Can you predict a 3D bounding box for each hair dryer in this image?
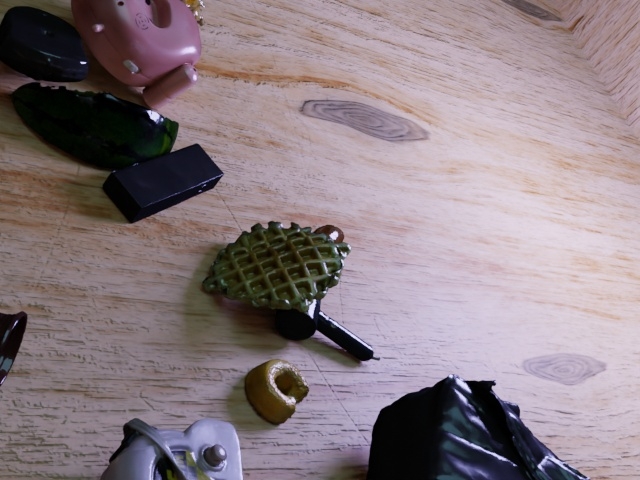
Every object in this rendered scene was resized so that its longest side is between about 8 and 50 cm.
[{"bbox_3d":[0.020,0.141,1.653,0.219,0.071,0.124,37,36,-19],"label":"hair dryer"}]

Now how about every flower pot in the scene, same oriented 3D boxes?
[{"bbox_3d":[-0.433,0.127,1.226,0.089,0.111,0.111,20,39,-4],"label":"flower pot"}]

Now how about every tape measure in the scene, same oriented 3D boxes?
[{"bbox_3d":[-0.182,0.327,1.227,0.197,0.120,0.236,23,36,-34],"label":"tape measure"}]

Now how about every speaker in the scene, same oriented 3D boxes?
[{"bbox_3d":[-0.261,-0.101,1.645,0.082,0.044,0.218,48,36,8],"label":"speaker"}]

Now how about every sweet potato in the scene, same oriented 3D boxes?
[{"bbox_3d":[0.000,0.000,1.780,0.049,0.049,0.117,51,34,11],"label":"sweet potato"}]

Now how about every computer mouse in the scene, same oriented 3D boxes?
[{"bbox_3d":[-0.461,-0.308,1.602,0.137,0.086,0.270,14,21,-25],"label":"computer mouse"}]

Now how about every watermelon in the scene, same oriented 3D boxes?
[{"bbox_3d":[-0.361,-0.193,1.628,0.301,0.123,0.129,13,13,-33],"label":"watermelon"}]

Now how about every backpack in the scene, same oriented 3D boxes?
[{"bbox_3d":[0.288,0.416,1.475,0.445,0.255,0.363,30,45,-21],"label":"backpack"}]

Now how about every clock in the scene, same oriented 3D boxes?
[{"bbox_3d":[-0.330,-0.392,1.733,0.241,0.142,0.227,37,30,-44],"label":"clock"}]

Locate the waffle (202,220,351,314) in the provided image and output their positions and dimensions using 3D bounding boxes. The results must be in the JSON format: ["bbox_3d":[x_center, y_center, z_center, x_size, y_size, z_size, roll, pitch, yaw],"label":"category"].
[{"bbox_3d":[-0.070,0.043,1.600,0.214,0.054,0.208,14,44,19],"label":"waffle"}]

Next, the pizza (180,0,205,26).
[{"bbox_3d":[-0.354,-0.502,1.880,0.251,0.288,0.074,15,68,13],"label":"pizza"}]

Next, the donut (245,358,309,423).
[{"bbox_3d":[-0.065,0.225,1.505,0.097,0.043,0.108,40,32,-4],"label":"donut"}]
